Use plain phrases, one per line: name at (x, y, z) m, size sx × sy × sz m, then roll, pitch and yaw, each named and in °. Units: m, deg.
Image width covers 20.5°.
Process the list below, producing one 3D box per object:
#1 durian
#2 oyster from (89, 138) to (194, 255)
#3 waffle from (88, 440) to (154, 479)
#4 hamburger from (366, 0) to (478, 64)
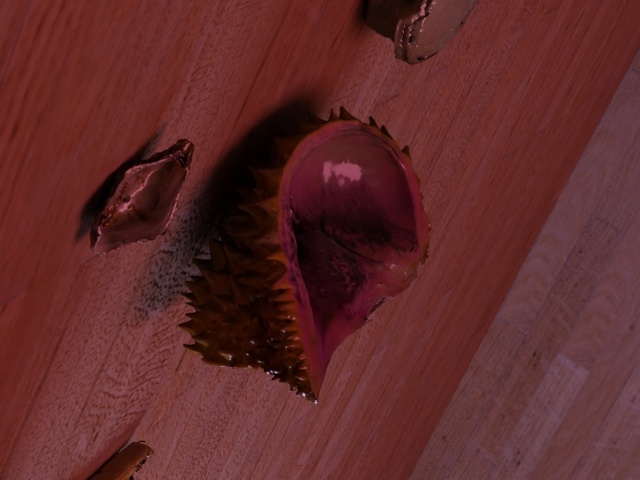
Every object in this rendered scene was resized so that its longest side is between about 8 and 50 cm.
durian at (-0.012, -0.009, 1.352) m, size 0.260 × 0.154 × 0.186 m, roll -21°, pitch 119°, yaw -65°
oyster at (-0.116, -0.027, 1.131) m, size 0.093 × 0.034 × 0.051 m, roll -35°, pitch 139°, yaw -34°
waffle at (-0.195, 0.233, 1.442) m, size 0.153 × 0.023 × 0.097 m, roll -43°, pitch 161°, yaw -50°
hamburger at (0.092, -0.210, 1.404) m, size 0.140 × 0.062 × 0.133 m, roll -58°, pitch 166°, yaw 10°
